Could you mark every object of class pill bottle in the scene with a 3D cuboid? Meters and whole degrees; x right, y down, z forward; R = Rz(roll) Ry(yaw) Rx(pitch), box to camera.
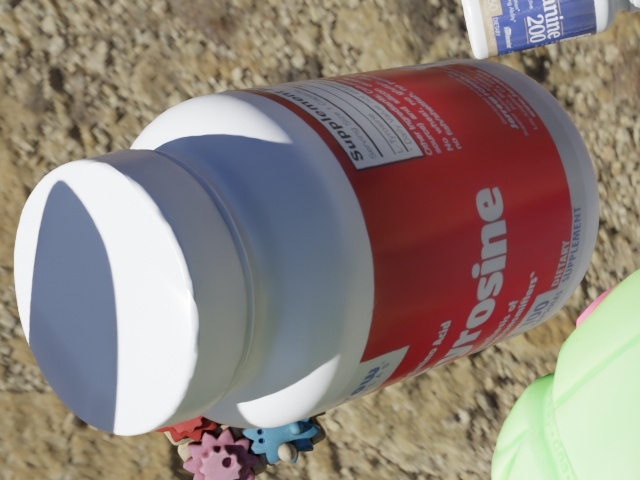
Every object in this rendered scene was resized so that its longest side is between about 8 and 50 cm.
[{"bbox_3d":[0.000,0.000,1.028,0.229,0.408,0.229,13,109,41],"label":"pill bottle"},{"bbox_3d":[0.152,-0.162,0.940,0.120,0.067,0.067,-12,67,6],"label":"pill bottle"}]

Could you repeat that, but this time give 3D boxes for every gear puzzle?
[{"bbox_3d":[-0.136,0.131,1.590,0.175,0.044,0.339,-29,109,9],"label":"gear puzzle"}]

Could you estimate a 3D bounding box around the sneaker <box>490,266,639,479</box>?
[{"bbox_3d":[0.282,0.116,0.520,0.483,0.185,0.202,0,50,-27],"label":"sneaker"}]
